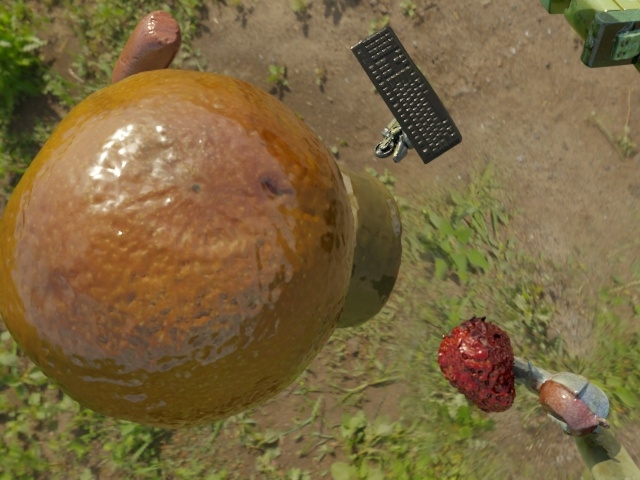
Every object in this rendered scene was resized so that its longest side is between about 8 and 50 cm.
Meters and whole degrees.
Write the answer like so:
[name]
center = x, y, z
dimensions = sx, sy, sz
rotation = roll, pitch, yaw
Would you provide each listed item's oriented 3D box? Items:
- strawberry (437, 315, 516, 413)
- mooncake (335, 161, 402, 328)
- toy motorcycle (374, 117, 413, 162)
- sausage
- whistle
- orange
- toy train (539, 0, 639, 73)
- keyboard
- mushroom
[strawberry]
center = 0.392, 0.298, 1.794
dimensions = 0.190, 0.111, 0.236
rotation = -26, 84, -11
[mooncake]
center = 0.000, 0.000, 1.869
dimensions = 0.394, 0.246, 0.393
rotation = 16, 92, 51
[toy motorcycle]
center = 0.214, -0.261, 1.812
dimensions = 0.124, 0.061, 0.193
rotation = 15, 60, 42
[sausage]
center = -0.230, -0.236, 0.997
dimensions = 0.154, 0.062, 0.062
rotation = -37, 65, 50
[whistle]
center = 0.539, 0.353, 1.773
dimensions = 0.133, 0.142, 0.346
rotation = -60, 32, -2
[orange]
center = -0.101, 0.005, 0.547
dimensions = 0.264, 0.264, 0.264
rotation = -3, 79, 18
[toy train]
center = 0.634, -0.501, 1.622
dimensions = 0.253, 0.160, 0.397
rotation = -6, 49, -11
[keyboard]
center = 0.195, -0.240, 1.483
dimensions = 0.103, 0.041, 0.381
rotation = -33, 93, -4
[mushroom]
center = 0.656, 0.503, 1.750
dimensions = 0.100, 0.312, 0.081
rotation = -31, 113, 7
